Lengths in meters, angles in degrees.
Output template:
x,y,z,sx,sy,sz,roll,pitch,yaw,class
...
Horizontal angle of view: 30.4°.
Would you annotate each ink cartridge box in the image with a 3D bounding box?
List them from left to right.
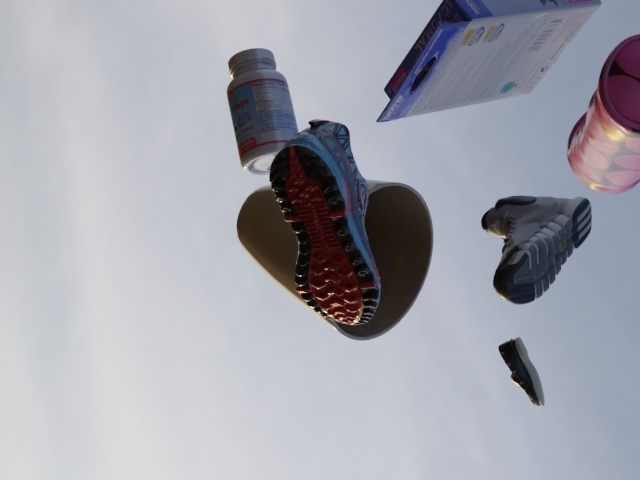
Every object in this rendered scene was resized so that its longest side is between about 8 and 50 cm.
x,y,z,sx,sy,sz,roll,pitch,yaw,class
0.212,-0.254,1.557,0.065,0.311,0.186,56,-42,20,ink cartridge box

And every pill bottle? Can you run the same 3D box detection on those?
x,y,z,sx,sy,sz,roll,pitch,yaw,class
-0.080,-0.177,1.607,0.087,0.087,0.160,-42,-123,56,pill bottle

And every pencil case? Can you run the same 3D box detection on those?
x,y,z,sx,sy,sz,roll,pitch,yaw,class
0.272,-0.109,1.024,0.209,0.095,0.098,83,21,-78,pencil case

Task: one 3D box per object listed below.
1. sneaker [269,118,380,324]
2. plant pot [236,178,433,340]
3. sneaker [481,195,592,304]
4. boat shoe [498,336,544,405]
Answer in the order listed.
x,y,z,sx,sy,sz,roll,pitch,yaw,class
0.028,-0.021,1.367,0.104,0.125,0.262,5,-52,25,sneaker
0.000,0.000,1.927,0.274,0.256,0.257,20,-72,42,plant pot
0.261,0.005,1.588,0.132,0.228,0.086,15,-54,35,sneaker
0.341,0.225,1.986,0.133,0.042,0.049,62,22,-17,boat shoe
